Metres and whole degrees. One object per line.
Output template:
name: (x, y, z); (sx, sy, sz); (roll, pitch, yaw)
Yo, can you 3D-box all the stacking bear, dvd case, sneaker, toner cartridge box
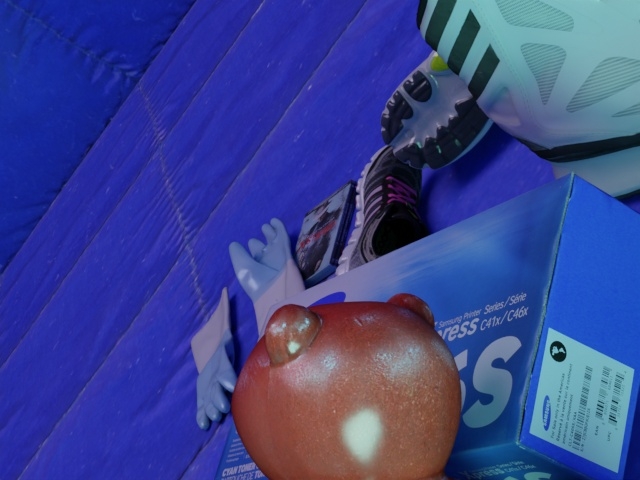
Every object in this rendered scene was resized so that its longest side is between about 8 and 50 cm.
stacking bear: (0.022, 0.172, 0.676); (0.164, 0.175, 0.289); (-7, 89, 55)
dvd case: (0.000, 0.000, 1.416); (0.087, 0.013, 0.119); (-35, 28, 44)
sneaker: (0.212, -0.168, 0.831); (0.447, 0.257, 0.169); (-23, 38, 56)
sneaker: (0.161, -0.175, 1.192); (0.275, 0.107, 0.110); (-37, 7, 28)
sneaker: (0.068, -0.020, 1.225); (0.075, 0.063, 0.170); (-24, 39, 50)
toner cartridge box: (0.057, 0.090, 0.861); (0.348, 0.075, 0.165); (-27, 39, 55)

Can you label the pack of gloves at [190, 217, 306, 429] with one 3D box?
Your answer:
pack of gloves: (-0.096, 0.078, 1.449); (0.195, 0.046, 0.232); (-55, 20, 15)
